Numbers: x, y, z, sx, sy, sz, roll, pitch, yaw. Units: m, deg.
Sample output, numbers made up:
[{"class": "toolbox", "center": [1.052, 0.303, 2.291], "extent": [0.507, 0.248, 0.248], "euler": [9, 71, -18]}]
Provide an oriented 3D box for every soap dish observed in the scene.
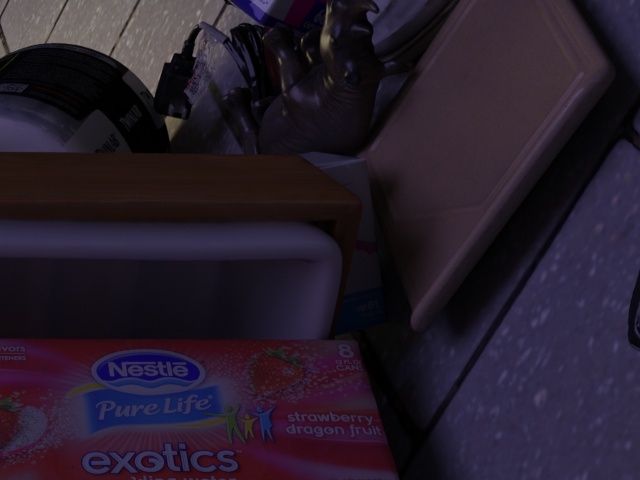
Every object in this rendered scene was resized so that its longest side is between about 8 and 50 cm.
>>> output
[{"class": "soap dish", "center": [-0.134, 0.044, 1.243], "extent": [0.118, 0.291, 0.229], "euler": [-105, 20, -47]}]

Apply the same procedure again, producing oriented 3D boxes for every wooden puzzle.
[{"class": "wooden puzzle", "center": [0.110, -0.080, 1.245], "extent": [0.221, 0.044, 0.238], "euler": [-55, 25, 26]}]

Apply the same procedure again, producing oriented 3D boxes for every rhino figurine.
[{"class": "rhino figurine", "center": [0.000, -0.109, 1.372], "extent": [0.106, 0.073, 0.243], "euler": [66, 149, 17]}]

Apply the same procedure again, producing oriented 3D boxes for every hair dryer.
[{"class": "hair dryer", "center": [-0.025, -0.193, 1.562], "extent": [0.223, 0.080, 0.293], "euler": [38, 111, 45]}]

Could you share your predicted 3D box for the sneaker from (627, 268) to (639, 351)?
[{"class": "sneaker", "center": [0.207, 0.022, 0.920], "extent": [0.228, 0.086, 0.132], "euler": [-71, -6, -82]}]

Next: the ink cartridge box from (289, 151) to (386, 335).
[{"class": "ink cartridge box", "center": [0.000, 0.000, 1.314], "extent": [0.088, 0.052, 0.122], "euler": [14, 115, 62]}]

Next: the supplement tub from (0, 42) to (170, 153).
[{"class": "supplement tub", "center": [-0.247, -0.056, 1.607], "extent": [0.207, 0.207, 0.338], "euler": [-59, 5, 18]}]

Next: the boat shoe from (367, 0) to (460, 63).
[{"class": "boat shoe", "center": [0.093, -0.257, 1.327], "extent": [0.302, 0.103, 0.113], "euler": [-52, 31, 29]}]

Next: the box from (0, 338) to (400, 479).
[{"class": "box", "center": [-0.114, 0.160, 1.167], "extent": [0.154, 0.300, 0.142], "euler": [-105, 22, -50]}]

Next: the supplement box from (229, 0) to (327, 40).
[{"class": "supplement box", "center": [0.012, -0.270, 1.423], "extent": [0.114, 0.111, 0.220], "euler": [41, 105, 36]}]
